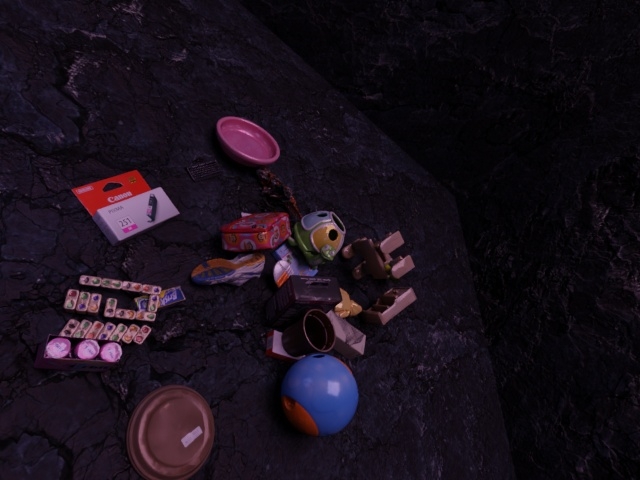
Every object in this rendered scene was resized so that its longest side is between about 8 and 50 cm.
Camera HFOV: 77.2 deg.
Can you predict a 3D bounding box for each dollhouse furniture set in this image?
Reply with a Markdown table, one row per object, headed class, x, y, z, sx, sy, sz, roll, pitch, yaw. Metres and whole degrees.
| class | x | y | z | sx | sy | sz | roll | pitch | yaw |
| --- | --- | --- | --- | --- | --- | --- | --- | --- | --- |
| dollhouse furniture set | 0.278 | 0.190 | 2.051 | 0.256 | 0.362 | 0.394 | -30 | 99 | -27 |

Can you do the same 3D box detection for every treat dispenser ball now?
| class | x | y | z | sx | sy | sz | roll | pitch | yaw |
| --- | --- | --- | --- | --- | --- | --- | --- | --- | --- |
| treat dispenser ball | -0.003 | 0.568 | 1.485 | 0.288 | 0.288 | 0.288 | 28 | 45 | -33 |

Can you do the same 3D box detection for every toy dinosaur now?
| class | x | y | z | sx | sy | sz | roll | pitch | yaw |
| --- | --- | --- | --- | --- | --- | --- | --- | --- | --- |
| toy dinosaur | -0.198 | -0.232 | 1.992 | 0.321 | 0.164 | 0.218 | 29 | 23 | -1 |

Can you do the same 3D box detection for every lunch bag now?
| class | x | y | z | sx | sy | sz | roll | pitch | yaw |
| --- | --- | --- | --- | --- | --- | --- | --- | --- | --- |
| lunch bag | -0.280 | -0.037 | 1.675 | 0.293 | 0.258 | 0.120 | -45 | 131 | -67 |

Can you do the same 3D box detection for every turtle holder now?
| class | x | y | z | sx | sy | sz | roll | pitch | yaw |
| --- | --- | --- | --- | --- | --- | --- | --- | --- | --- |
| turtle holder | -0.010 | -0.016 | 1.898 | 0.243 | 0.227 | 0.320 | 55 | 16 | 1 |

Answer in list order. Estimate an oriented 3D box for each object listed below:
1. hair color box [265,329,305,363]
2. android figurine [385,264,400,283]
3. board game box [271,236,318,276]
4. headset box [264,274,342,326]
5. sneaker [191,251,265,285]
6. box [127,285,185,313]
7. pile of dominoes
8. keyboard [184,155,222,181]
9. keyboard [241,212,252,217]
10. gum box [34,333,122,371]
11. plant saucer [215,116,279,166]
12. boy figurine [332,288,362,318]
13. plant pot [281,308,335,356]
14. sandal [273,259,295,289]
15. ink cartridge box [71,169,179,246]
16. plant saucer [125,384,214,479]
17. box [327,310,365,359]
| class | x | y | z | sx | sy | sz | roll | pitch | yaw |
| --- | --- | --- | --- | --- | --- | --- | --- | --- | --- |
| hair color box | -0.139 | 0.436 | 1.628 | 0.167 | 0.053 | 0.093 | 28 | 45 | -31 |
| android figurine | 0.368 | 0.140 | 2.324 | 0.248 | 0.056 | 0.273 | 50 | 5 | -29 |
| board game box | -0.118 | 0.106 | 1.908 | 0.211 | 0.039 | 0.160 | 52 | 36 | -4 |
| headset box | -0.067 | 0.243 | 1.618 | 0.218 | 0.293 | 0.110 | 6 | 54 | -31 |
| sneaker | -0.352 | 0.137 | 1.565 | 0.296 | 0.131 | 0.112 | -14 | 44 | -29 |
| box | -0.543 | 0.205 | 1.339 | 0.169 | 0.059 | 0.054 | -15 | 75 | -52 |
| pile of dominoes | -0.621 | 0.206 | 1.202 | 0.251 | 0.040 | 0.196 | 12 | 60 | -25 |
| keyboard | -0.523 | -0.327 | 1.789 | 0.108 | 0.023 | 0.180 | 56 | 36 | -1 |
| keyboard | -0.263 | -0.086 | 1.909 | 0.256 | 0.014 | 0.072 | 7 | 59 | -46 |
| gum box | -0.653 | 0.311 | 1.095 | 0.188 | 0.107 | 0.062 | 20 | 50 | -39 |
| plant saucer | -0.365 | -0.475 | 1.979 | 0.332 | 0.084 | 0.332 | 24 | 38 | -20 |
| boy figurine | 0.084 | 0.301 | 1.950 | 0.285 | 0.092 | 0.177 | 22 | 48 | -39 |
| plant pot | -0.055 | 0.378 | 1.582 | 0.167 | 0.165 | 0.167 | 28 | 45 | -32 |
| sandal | -0.150 | 0.206 | 1.779 | 0.102 | 0.076 | 0.265 | -40 | 118 | -30 |
| ink cartridge box | -0.684 | -0.136 | 1.436 | 0.239 | 0.060 | 0.275 | 55 | 37 | -4 |
| plant saucer | -0.436 | 0.573 | 1.205 | 0.277 | 0.041 | 0.278 | 29 | 44 | -33 |
| box | 0.080 | 0.427 | 1.846 | 0.275 | 0.094 | 0.113 | 39 | 41 | -23 |
